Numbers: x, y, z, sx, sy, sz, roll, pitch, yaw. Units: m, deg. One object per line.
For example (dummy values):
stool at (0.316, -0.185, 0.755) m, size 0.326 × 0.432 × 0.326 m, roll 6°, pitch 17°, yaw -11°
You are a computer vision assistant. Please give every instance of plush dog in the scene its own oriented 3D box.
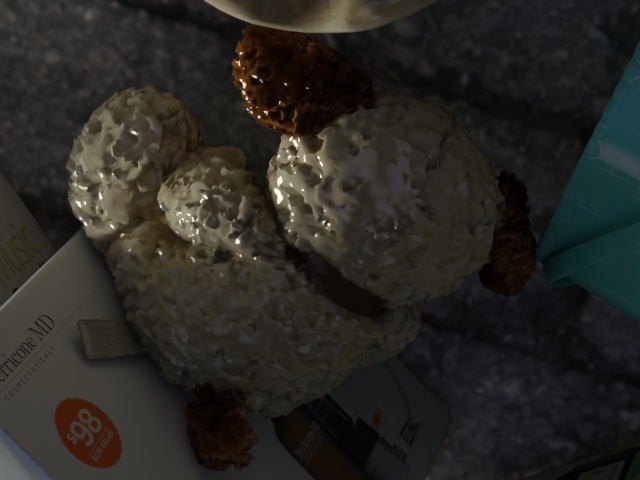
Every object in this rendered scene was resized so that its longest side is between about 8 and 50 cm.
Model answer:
plush dog at (0.000, 0.000, 1.142) m, size 0.262 × 0.211 × 0.225 m, roll 34°, pitch 120°, yaw -24°

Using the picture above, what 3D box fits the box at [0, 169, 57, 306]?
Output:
box at (-0.247, 0.017, 1.301) m, size 0.058 × 0.232 × 0.322 m, roll -32°, pitch 99°, yaw 15°

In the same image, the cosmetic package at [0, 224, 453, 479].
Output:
cosmetic package at (-0.080, 0.121, 1.225) m, size 0.284 × 0.377 × 0.097 m, roll 44°, pitch 118°, yaw -5°

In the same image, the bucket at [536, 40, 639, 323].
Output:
bucket at (0.261, -0.052, 1.187) m, size 0.183 × 0.281 × 0.281 m, roll 27°, pitch 108°, yaw 7°

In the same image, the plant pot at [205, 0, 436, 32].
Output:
plant pot at (0.007, -0.264, 1.119) m, size 0.333 × 0.305 × 0.334 m, roll 2°, pitch 113°, yaw 4°

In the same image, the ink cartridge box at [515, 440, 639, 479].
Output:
ink cartridge box at (0.217, 0.251, 1.319) m, size 0.278 × 0.117 × 0.201 m, roll -23°, pitch 101°, yaw 32°
